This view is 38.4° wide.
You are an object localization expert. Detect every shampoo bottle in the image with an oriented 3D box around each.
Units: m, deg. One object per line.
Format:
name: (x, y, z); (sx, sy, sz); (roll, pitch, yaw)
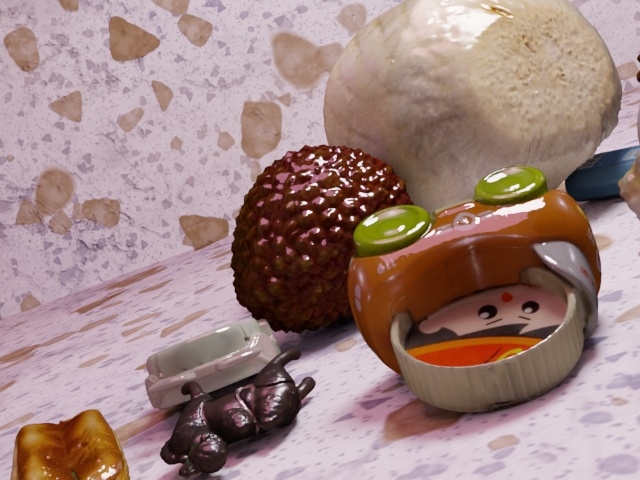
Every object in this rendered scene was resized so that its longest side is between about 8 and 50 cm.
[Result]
shampoo bottle: (0.457, -0.102, 1.242); (0.103, 0.061, 0.258); (-29, 10, -30)

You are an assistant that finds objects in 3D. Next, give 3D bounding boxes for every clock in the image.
clock: (-0.121, 0.133, 1.006); (0.151, 0.062, 0.191); (-21, -5, -4)

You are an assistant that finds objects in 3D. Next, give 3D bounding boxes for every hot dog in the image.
hot dog: (-0.229, 0.212, 0.836); (0.100, 0.068, 0.249); (-12, 7, -17)

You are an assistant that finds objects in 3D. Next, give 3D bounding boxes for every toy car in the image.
toy car: (0.144, 0.058, 0.779); (0.235, 0.145, 0.235); (-16, 28, 9)

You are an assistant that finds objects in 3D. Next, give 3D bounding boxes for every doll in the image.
doll: (-0.079, 0.162, 0.839); (0.139, 0.057, 0.165); (-19, 13, 7)

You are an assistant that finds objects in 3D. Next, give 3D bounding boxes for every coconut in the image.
coconut: (0.209, -0.187, 1.323); (0.415, 0.345, 0.415); (-5, -4, 0)

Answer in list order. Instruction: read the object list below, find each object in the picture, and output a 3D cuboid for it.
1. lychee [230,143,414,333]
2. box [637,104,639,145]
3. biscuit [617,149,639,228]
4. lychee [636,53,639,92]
lychee: (0.000, 0.000, 1.165); (0.271, 0.236, 0.236); (-47, 20, -29)
box: (0.407, -0.117, 0.626); (0.288, 0.141, 0.349); (7, -20, -6)
biscuit: (0.280, 0.013, 0.570); (0.040, 0.188, 0.265); (6, 25, -29)
lychee: (0.501, -0.194, 0.972); (0.306, 0.306, 0.330); (-21, -18, -3)
